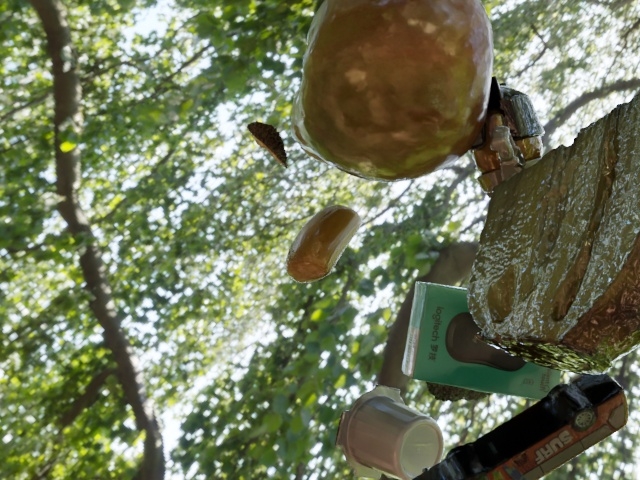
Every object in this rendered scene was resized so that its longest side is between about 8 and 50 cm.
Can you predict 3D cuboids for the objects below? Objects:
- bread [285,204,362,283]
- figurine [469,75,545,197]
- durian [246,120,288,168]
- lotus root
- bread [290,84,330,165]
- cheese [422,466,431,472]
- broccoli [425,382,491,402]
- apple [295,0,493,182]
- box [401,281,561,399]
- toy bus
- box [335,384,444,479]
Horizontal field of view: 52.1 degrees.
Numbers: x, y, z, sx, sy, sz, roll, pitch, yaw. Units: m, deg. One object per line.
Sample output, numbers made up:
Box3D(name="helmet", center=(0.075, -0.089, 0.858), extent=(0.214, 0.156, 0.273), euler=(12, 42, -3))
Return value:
Box3D(name="bread", center=(0.000, 0.000, 1.514), extent=(0.147, 0.217, 0.098), euler=(-16, -57, 46))
Box3D(name="figurine", center=(0.336, -0.153, 1.183), extent=(0.144, 0.308, 0.308), euler=(-11, -56, -2))
Box3D(name="durian", center=(-0.115, -0.209, 1.434), extent=(0.130, 0.052, 0.066), euler=(45, -45, -4))
Box3D(name="lotus root", center=(0.290, 0.019, 0.677), extent=(0.150, 0.260, 0.267), euler=(27, -30, -13))
Box3D(name="bread", center=(0.096, -0.269, 1.444), extent=(0.321, 0.321, 0.237), euler=(9, -85, 32))
Box3D(name="cheese", center=(0.243, 0.542, 1.309), extent=(0.048, 0.092, 0.171), euler=(-32, -102, 20))
Box3D(name="broccoli", center=(0.388, 0.291, 1.779), extent=(0.297, 0.298, 0.297), euler=(100, -26, -43))
Box3D(name="apple", center=(0.111, -0.268, 1.067), extent=(0.305, 0.338, 0.338), euler=(-1, -53, 5))
Box3D(name="box", center=(0.340, 0.205, 1.354), extent=(0.312, 0.118, 0.204), euler=(10, -90, -3))
Box3D(name="toy bus", center=(0.330, 0.359, 1.112), extent=(0.092, 0.409, 0.093), euler=(59, 0, -21))
Box3D(name="box", center=(0.214, 0.573, 1.809), extent=(0.206, 0.263, 0.291), euler=(3, -61, 57))
